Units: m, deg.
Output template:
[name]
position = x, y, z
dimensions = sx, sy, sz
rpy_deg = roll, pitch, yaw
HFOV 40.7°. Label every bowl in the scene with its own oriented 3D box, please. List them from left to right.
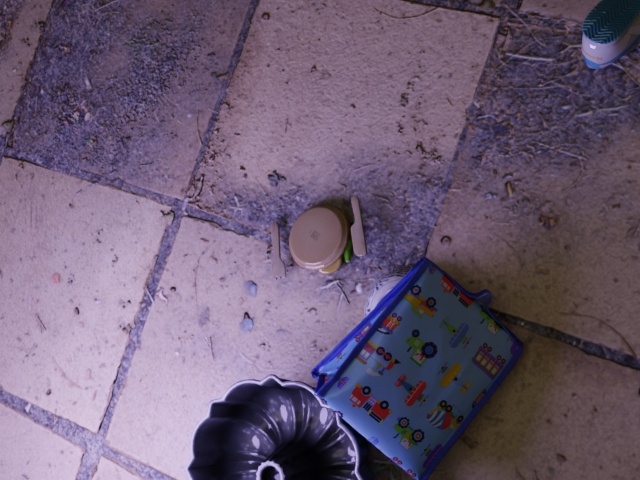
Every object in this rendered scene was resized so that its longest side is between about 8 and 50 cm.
[bowl]
position = 0.139, 0.119, 1.445
dimensions = 0.170, 0.080, 0.170
rpy_deg = -5, 77, 23

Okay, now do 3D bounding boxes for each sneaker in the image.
[sneaker]
position = 0.502, -0.368, 1.379
dimensions = 0.229, 0.092, 0.087
rpy_deg = -38, 64, -8

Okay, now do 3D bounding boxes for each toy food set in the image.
[toy food set]
position = 0.000, 0.000, 1.557
dimensions = 0.192, 0.038, 0.132
rpy_deg = -16, 67, 26

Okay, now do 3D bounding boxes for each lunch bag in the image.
[lunch bag]
position = 0.164, 0.186, 1.352
dimensions = 0.221, 0.138, 0.293
rpy_deg = 41, 93, -7

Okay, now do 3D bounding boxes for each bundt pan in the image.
[bundt pan]
position = -0.055, 0.388, 1.445
dimensions = 0.331, 0.124, 0.330
rpy_deg = -3, 83, 25
